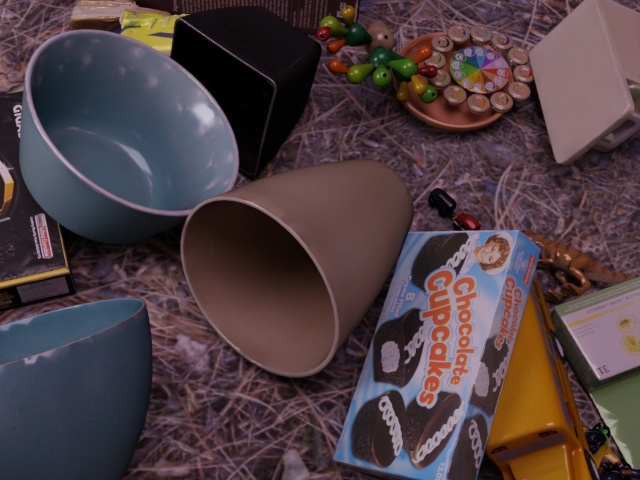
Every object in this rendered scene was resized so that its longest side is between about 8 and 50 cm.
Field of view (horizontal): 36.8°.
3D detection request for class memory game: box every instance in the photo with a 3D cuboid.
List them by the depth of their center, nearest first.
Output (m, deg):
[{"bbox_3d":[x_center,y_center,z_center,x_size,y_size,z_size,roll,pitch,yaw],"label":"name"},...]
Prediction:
[{"bbox_3d":[0.257,-0.278,1.550,0.186,0.012,0.186,3,59,-4],"label":"memory game"}]

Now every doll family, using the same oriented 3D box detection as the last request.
[{"bbox_3d":[0.366,0.292,1.228,0.193,0.076,0.111,40,59,12],"label":"doll family"}]

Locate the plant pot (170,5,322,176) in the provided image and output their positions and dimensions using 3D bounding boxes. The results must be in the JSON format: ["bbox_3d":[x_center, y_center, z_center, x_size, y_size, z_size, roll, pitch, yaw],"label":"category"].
[{"bbox_3d":[-0.105,-0.244,1.449,0.187,0.188,0.167,36,48,16],"label":"plant pot"}]

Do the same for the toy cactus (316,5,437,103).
[{"bbox_3d":[0.093,-0.299,1.485,0.219,0.112,0.180,21,34,-13],"label":"toy cactus"}]

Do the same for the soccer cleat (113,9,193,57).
[{"bbox_3d":[-0.252,-0.318,1.504,0.289,0.093,0.121,-25,94,-17],"label":"soccer cleat"}]

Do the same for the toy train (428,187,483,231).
[{"bbox_3d":[0.220,-0.022,1.420,0.027,0.036,0.158,-35,68,-23],"label":"toy train"}]

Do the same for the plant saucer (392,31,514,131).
[{"bbox_3d":[0.213,-0.253,1.560,0.199,0.037,0.200,3,60,-5],"label":"plant saucer"}]

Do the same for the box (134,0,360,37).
[{"bbox_3d":[-0.117,-0.471,1.602,0.381,0.143,0.191,6,59,0],"label":"box"}]

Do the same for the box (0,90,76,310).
[{"bbox_3d":[-0.501,-0.046,1.341,0.257,0.079,0.322,-13,61,-11],"label":"box"}]

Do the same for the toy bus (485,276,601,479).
[{"bbox_3d":[0.254,0.185,1.212,0.108,0.130,0.333,-22,47,19],"label":"toy bus"}]

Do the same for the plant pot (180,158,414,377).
[{"bbox_3d":[0.000,0.000,1.284,0.256,0.256,0.274,38,47,16],"label":"plant pot"}]

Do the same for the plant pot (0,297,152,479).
[{"bbox_3d":[-0.321,0.203,1.119,0.290,0.290,0.196,-16,98,-15],"label":"plant pot"}]

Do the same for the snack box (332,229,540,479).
[{"bbox_3d":[0.145,0.142,1.196,0.060,0.187,0.322,34,67,-37],"label":"snack box"}]

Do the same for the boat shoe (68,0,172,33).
[{"bbox_3d":[-0.321,-0.368,1.560,0.170,0.063,0.059,1,65,-4],"label":"boat shoe"}]

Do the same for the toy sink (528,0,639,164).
[{"bbox_3d":[0.439,-0.232,1.483,0.131,0.153,0.234,14,53,-28],"label":"toy sink"}]

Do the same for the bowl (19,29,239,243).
[{"bbox_3d":[-0.283,-0.119,1.318,0.311,0.163,0.312,24,44,-25],"label":"bowl"}]

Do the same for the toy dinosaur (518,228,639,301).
[{"bbox_3d":[0.374,0.041,1.383,0.211,0.064,0.112,25,59,9],"label":"toy dinosaur"}]

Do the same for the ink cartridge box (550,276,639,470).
[{"bbox_3d":[0.441,0.174,1.315,0.171,0.056,0.235,-17,60,-16],"label":"ink cartridge box"}]
